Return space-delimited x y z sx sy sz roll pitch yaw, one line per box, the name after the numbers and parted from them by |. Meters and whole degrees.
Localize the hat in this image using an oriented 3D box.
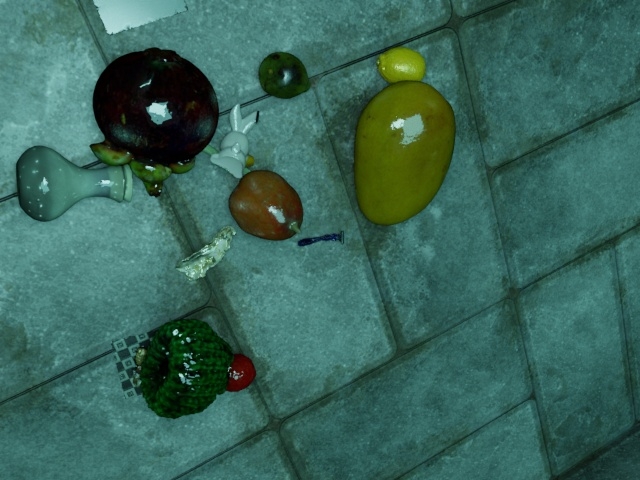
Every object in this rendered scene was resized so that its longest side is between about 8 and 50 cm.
-0.334 0.364 1.572 0.332 0.242 0.274 11 120 -48 | hat

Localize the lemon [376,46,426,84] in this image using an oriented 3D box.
0.236 -0.505 1.577 0.155 0.114 0.114 13 100 -13 | lemon

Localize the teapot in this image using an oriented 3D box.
-0.600 -0.141 1.329 0.251 0.183 0.183 -6 108 -33 | teapot

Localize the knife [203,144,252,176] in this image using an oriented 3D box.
-0.286 -0.230 1.501 0.293 0.020 0.043 30 91 -27 | knife

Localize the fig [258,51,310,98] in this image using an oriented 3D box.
-0.088 -0.445 1.481 0.156 0.123 0.123 -5 112 -61 | fig

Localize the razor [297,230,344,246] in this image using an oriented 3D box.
-0.001 -0.001 1.676 0.155 0.028 0.044 -9 108 -20 | razor

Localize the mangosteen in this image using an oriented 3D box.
-0.389 -0.298 1.292 0.311 0.311 0.311 -6 107 -20 | mangosteen

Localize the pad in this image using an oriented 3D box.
-0.450 -0.607 1.333 0.212 0.003 0.142 -24 113 -14 | pad

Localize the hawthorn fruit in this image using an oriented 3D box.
-0.128 -0.081 1.478 0.199 0.251 0.199 -25 131 -32 | hawthorn fruit

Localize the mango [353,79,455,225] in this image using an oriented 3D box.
0.236 -0.243 1.586 0.300 0.232 0.445 -1 119 -22 | mango

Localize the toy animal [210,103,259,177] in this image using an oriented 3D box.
-0.214 -0.264 1.475 0.131 0.181 0.127 27 135 -23 | toy animal

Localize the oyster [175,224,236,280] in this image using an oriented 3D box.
-0.324 0.040 1.557 0.200 0.061 0.106 -26 131 -10 | oyster

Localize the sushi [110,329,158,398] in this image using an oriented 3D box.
-0.520 0.365 1.575 0.139 0.031 0.200 -14 110 -17 | sushi
